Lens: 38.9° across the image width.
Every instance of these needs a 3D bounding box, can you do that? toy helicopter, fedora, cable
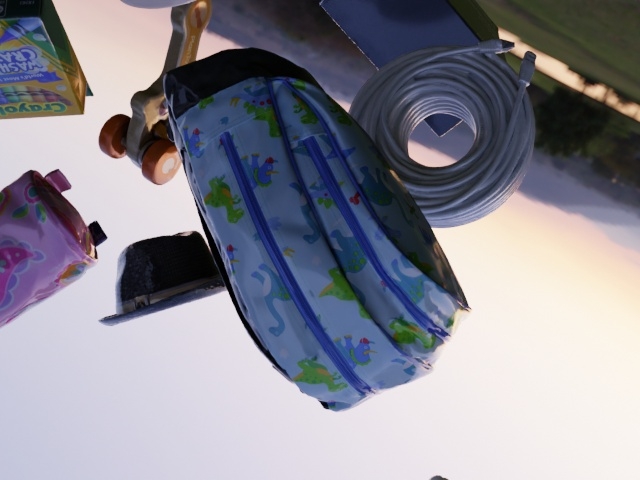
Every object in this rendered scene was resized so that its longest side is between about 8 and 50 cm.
[{"bbox_3d":[-0.253,-0.285,1.654,0.140,0.355,0.235,30,-152,22],"label":"toy helicopter"},{"bbox_3d":[-0.325,0.068,1.900,0.334,0.334,0.153,-11,-96,-74],"label":"fedora"},{"bbox_3d":[0.161,-0.144,1.236,0.257,0.257,0.089,3,165,17],"label":"cable"}]

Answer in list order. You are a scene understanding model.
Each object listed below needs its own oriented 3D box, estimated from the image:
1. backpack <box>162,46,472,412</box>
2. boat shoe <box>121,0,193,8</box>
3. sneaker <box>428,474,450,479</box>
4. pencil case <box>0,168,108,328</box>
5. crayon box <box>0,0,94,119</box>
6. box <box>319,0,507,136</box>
[{"bbox_3d":[0.000,0.000,0.959,0.290,0.273,0.356,48,-150,-61],"label":"backpack"},{"bbox_3d":[-0.171,-0.470,1.334,0.158,0.340,0.127,58,167,28],"label":"boat shoe"},{"bbox_3d":[0.207,0.373,1.048,0.126,0.091,0.240,-5,-137,-16],"label":"sneaker"},{"bbox_3d":[-0.361,0.041,0.904,0.124,0.284,0.124,57,178,3],"label":"pencil case"},{"bbox_3d":[-0.523,-0.299,1.536,0.203,0.083,0.323,-3,156,0],"label":"crayon box"},{"bbox_3d":[0.182,-0.425,1.727,0.343,0.179,0.312,45,-157,-18],"label":"box"}]
